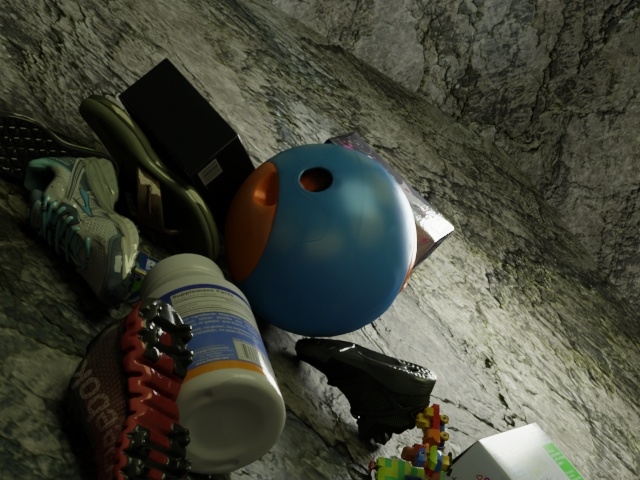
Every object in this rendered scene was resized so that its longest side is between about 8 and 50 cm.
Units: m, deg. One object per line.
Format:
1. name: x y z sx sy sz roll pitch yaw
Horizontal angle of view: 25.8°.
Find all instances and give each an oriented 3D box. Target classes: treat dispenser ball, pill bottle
1. treat dispenser ball: 0.000 0.000 2.078 0.288 0.288 0.288 37 18 -14
2. pill bottle: -0.144 0.137 1.681 0.152 0.152 0.272 30 20 -33

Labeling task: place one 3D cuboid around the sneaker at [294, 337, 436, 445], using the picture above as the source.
1. sneaker: 0.052 0.221 2.035 0.227 0.130 0.087 19 13 25

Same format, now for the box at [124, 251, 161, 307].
1. box: -0.203 0.073 1.867 0.169 0.054 0.059 31 21 -34

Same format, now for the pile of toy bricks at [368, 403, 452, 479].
1. pile of toy bricks: 0.117 0.325 1.913 0.105 0.118 0.212 11 41 -5

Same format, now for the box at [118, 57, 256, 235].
1. box: -0.187 -0.135 2.145 0.184 0.103 0.261 45 -8 22

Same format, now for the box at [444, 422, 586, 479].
1. box: 0.308 0.404 2.059 0.231 0.127 0.262 50 20 20

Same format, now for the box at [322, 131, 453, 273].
1. box: 0.080 -0.049 2.343 0.247 0.142 0.163 44 17 7

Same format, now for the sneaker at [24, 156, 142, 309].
1. sneaker: -0.316 -0.011 1.792 0.122 0.110 0.283 9 30 -29

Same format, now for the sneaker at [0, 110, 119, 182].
1. sneaker: -0.387 -0.116 1.929 0.234 0.084 0.097 26 -1 -43

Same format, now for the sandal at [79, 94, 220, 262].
1. sandal: -0.261 -0.075 2.036 0.303 0.086 0.120 50 -26 -9

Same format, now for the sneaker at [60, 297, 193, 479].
1. sneaker: -0.211 0.198 1.492 0.097 0.135 0.276 42 36 -44
